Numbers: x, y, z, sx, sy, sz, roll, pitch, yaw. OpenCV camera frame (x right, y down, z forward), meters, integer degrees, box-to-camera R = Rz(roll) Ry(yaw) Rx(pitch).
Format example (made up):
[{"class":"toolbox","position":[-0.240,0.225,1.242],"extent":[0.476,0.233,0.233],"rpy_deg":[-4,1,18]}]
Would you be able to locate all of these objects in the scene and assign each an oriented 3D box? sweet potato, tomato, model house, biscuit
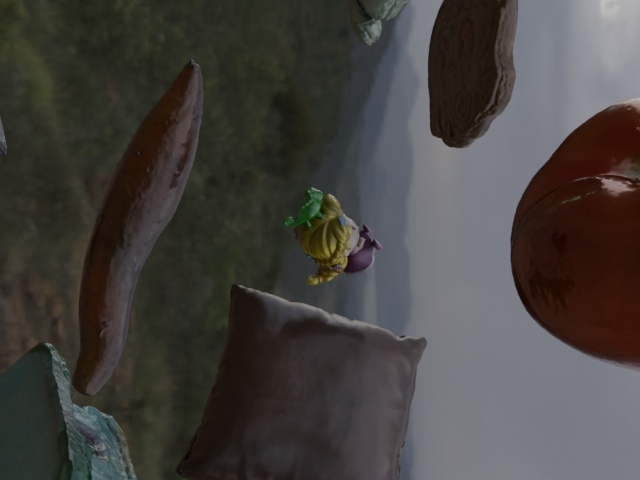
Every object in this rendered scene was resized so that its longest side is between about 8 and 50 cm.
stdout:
[{"class":"sweet potato","position":[-0.142,-0.012,0.950],"extent":[0.057,0.057,0.264],"rpy_deg":[54,58,-85]},{"class":"tomato","position":[0.271,-0.003,0.925],"extent":[0.180,0.260,0.259],"rpy_deg":[57,20,-32]},{"class":"model house","position":[-0.275,0.307,1.381],"extent":[0.249,0.230,0.280],"rpy_deg":[41,13,-36]},{"class":"biscuit","position":[0.207,-0.263,1.797],"extent":[0.273,0.049,0.257],"rpy_deg":[143,-48,-72]}]

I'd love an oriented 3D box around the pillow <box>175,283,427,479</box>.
[{"class":"pillow","position":[-0.016,0.229,1.778],"extent":[0.108,0.305,0.307],"rpy_deg":[120,-14,-61]}]

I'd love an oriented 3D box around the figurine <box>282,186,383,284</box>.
[{"class":"figurine","position":[0.000,0.000,1.732],"extent":[0.095,0.115,0.156],"rpy_deg":[47,5,39]}]

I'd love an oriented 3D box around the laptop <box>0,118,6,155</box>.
[{"class":"laptop","position":[-0.518,-0.218,1.917],"extent":[0.180,0.016,0.129],"rpy_deg":[72,0,-71]}]

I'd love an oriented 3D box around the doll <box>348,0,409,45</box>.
[{"class":"doll","position":[0.078,-0.338,1.575],"extent":[0.214,0.072,0.103],"rpy_deg":[108,-34,-51]}]
